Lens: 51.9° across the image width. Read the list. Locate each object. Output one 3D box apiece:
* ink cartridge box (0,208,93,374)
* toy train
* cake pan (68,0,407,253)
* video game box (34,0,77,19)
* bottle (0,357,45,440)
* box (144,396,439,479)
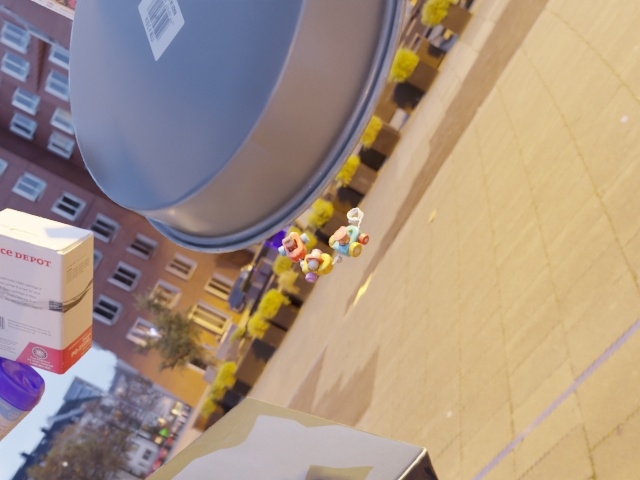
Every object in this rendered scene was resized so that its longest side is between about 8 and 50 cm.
[{"bbox_3d":[-0.483,0.084,1.109,0.100,0.172,0.237,-57,-20,-64],"label":"ink cartridge box"},{"bbox_3d":[0.000,0.000,1.143,0.166,0.046,0.125,-27,49,14],"label":"toy train"},{"bbox_3d":[-0.077,-0.139,0.416,0.054,0.293,0.293,6,-61,-46],"label":"cake pan"},{"bbox_3d":[-0.406,-0.482,1.142,0.048,0.187,0.205,0,72,55],"label":"video game box"},{"bbox_3d":[-0.625,0.329,1.170,0.283,0.118,0.092,-43,15,5],"label":"bottle"},{"bbox_3d":[0.004,0.343,0.663,0.183,0.294,0.296,-37,21,-34],"label":"box"}]
